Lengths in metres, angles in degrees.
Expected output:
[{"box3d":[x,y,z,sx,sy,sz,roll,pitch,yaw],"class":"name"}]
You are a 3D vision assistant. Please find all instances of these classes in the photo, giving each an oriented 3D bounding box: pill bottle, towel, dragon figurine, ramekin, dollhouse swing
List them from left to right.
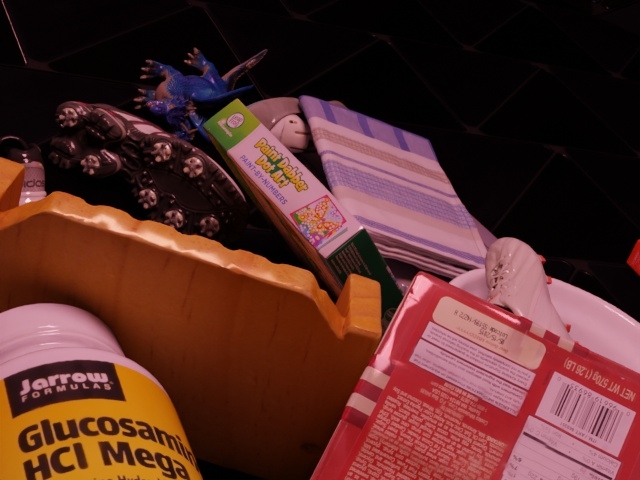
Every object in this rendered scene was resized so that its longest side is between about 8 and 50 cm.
[{"box3d":[-0.173,0.198,0.930,0.187,0.188,0.334,5,31,-28],"class":"pill bottle"},{"box3d":[-0.129,0.016,1.208,0.346,0.315,0.305,18,43,-4],"class":"dollhouse swing"},{"box3d":[-0.146,-0.184,1.743,0.144,0.085,0.289,37,32,28],"class":"dragon figurine"},{"box3d":[0.086,-0.061,1.566,0.209,0.034,0.285,18,31,-28],"class":"towel"},{"box3d":[0.228,0.159,1.338,0.277,0.135,0.277,17,28,-9],"class":"ramekin"}]

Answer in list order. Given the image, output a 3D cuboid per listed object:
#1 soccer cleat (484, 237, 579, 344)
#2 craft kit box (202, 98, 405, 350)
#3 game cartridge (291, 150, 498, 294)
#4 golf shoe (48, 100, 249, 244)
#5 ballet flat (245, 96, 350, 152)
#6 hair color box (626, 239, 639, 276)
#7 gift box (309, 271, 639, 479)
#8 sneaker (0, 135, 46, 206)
[{"box3d":[0.187,0.057,1.277,0.076,0.068,0.196,8,33,-18],"class":"soccer cleat"},{"box3d":[0.000,0.000,1.390,0.246,0.061,0.250,43,-9,38],"class":"craft kit box"},{"box3d":[0.108,0.001,1.622,0.230,0.068,0.355,-6,38,-35],"class":"game cartridge"},{"box3d":[-0.184,-0.091,1.539,0.272,0.105,0.120,31,22,16],"class":"golf shoe"},{"box3d":[-0.023,-0.141,1.650,0.068,0.072,0.213,37,29,31],"class":"ballet flat"},{"box3d":[0.493,0.056,1.808,0.072,0.043,0.141,5,31,-29],"class":"hair color box"},{"box3d":[0.126,0.197,1.022,0.255,0.258,0.276,30,62,9],"class":"gift box"},{"box3d":[-0.328,-0.075,1.391,0.063,0.075,0.170,-2,10,-27],"class":"sneaker"}]
